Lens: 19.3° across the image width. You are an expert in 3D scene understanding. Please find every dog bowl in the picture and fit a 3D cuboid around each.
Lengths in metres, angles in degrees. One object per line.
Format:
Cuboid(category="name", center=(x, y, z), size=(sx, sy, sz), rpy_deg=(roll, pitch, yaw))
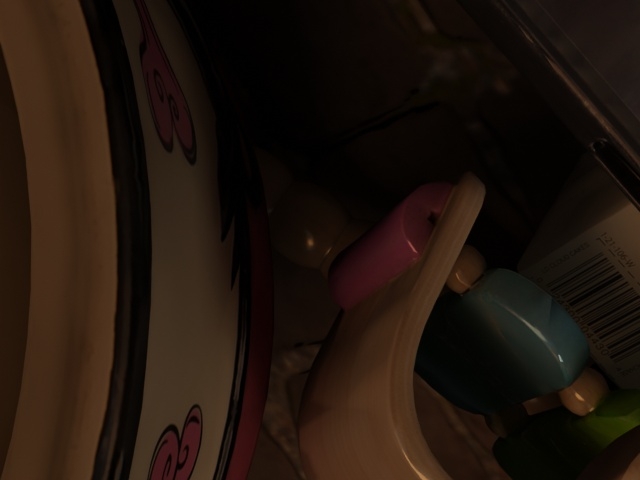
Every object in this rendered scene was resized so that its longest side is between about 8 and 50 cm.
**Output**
Cuboid(category="dog bowl", center=(-0.195, 0.022, 0.625), size=(0.408, 0.150, 0.408), rpy_deg=(-2, 86, 26))

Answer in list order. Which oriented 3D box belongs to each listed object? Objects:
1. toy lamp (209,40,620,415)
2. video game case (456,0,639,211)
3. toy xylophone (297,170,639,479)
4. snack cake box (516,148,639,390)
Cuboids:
Cuboid(category="toy lamp", center=(0.000, 0.000, 0.691), size=(0.275, 0.080, 0.080), rpy_deg=(34, 133, 5))
Cuboid(category="video game case", center=(0.178, -0.043, 0.495), size=(0.274, 0.196, 0.026), rpy_deg=(48, 167, -8))
Cuboid(category="toy xylophone", center=(0.123, 0.117, 0.549), size=(0.322, 0.081, 0.236), rpy_deg=(46, 162, -10))
Cuboid(category="snack cake box", center=(0.210, 0.050, 0.602), size=(0.264, 0.089, 0.152), rpy_deg=(48, 130, -10))
